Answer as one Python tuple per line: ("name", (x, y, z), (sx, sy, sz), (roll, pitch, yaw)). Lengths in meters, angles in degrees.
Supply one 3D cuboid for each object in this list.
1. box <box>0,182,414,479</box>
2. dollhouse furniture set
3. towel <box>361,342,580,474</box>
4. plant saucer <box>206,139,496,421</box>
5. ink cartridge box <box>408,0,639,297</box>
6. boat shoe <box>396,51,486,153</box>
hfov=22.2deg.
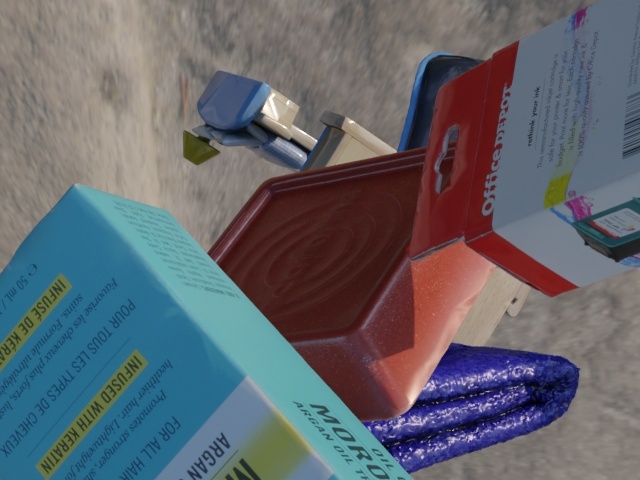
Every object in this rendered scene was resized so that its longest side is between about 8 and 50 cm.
("box", (-0.022, 0.100, 0.514), (0.100, 0.060, 0.244), (-50, 65, 11))
("dollhouse furniture set", (0.000, 0.000, 1.603), (0.286, 0.303, 0.198), (32, 88, -26))
("towel", (0.019, 0.110, 1.264), (0.228, 0.308, 0.076), (-14, 100, -34))
("plant saucer", (-0.001, 0.021, 1.091), (0.047, 0.259, 0.258), (57, 46, -24))
("ink cartridge box", (0.159, -0.057, 0.901), (0.078, 0.231, 0.134), (31, 55, -29))
("boat shoe", (0.105, -0.041, 1.302), (0.089, 0.109, 0.258), (4, 70, 16))
